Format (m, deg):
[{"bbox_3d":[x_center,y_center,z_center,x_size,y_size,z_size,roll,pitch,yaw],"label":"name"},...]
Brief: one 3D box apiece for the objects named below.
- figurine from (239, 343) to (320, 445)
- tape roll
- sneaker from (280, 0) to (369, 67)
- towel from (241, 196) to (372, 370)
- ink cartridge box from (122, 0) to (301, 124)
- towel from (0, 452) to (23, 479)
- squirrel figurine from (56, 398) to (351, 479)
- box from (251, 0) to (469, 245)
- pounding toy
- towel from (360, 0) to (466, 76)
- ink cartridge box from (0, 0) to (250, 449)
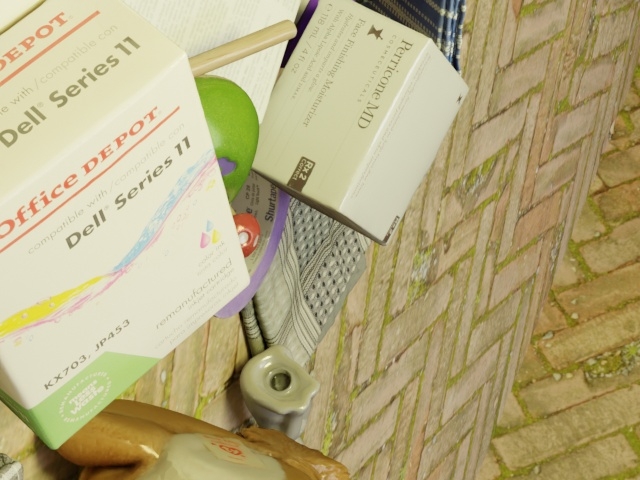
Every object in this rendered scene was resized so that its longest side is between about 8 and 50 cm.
[{"bbox_3d":[-0.080,0.255,1.866,0.215,0.092,0.209,-54,162,-32],"label":"figurine"},{"bbox_3d":[-0.102,-0.025,1.576,0.189,0.080,0.189,16,90,-70],"label":"tape roll"},{"bbox_3d":[0.049,-0.273,1.568,0.293,0.146,0.102,-60,-154,32],"label":"sneaker"},{"bbox_3d":[0.000,0.000,1.920,0.324,0.056,0.312,82,31,-52],"label":"towel"},{"bbox_3d":[-0.125,-0.291,1.327,0.385,0.091,0.308,24,84,-59],"label":"ink cartridge box"},{"bbox_3d":[-0.257,0.296,1.115,0.284,0.121,0.235,-70,142,-72],"label":"towel"},{"bbox_3d":[-0.132,0.364,1.548,0.397,0.281,0.370,1,111,-68],"label":"squirrel figurine"},{"bbox_3d":[0.035,-0.111,1.537,0.181,0.119,0.182,-62,161,-2],"label":"box"},{"bbox_3d":[-0.101,-0.054,1.354,0.183,0.110,0.237,-15,147,-37],"label":"pounding toy"},{"bbox_3d":[0.096,-0.325,1.695,0.040,0.243,0.336,-9,123,-24],"label":"towel"},{"bbox_3d":[-0.181,-0.032,1.100,0.207,0.119,0.353,-41,151,-17],"label":"ink cartridge box"}]
